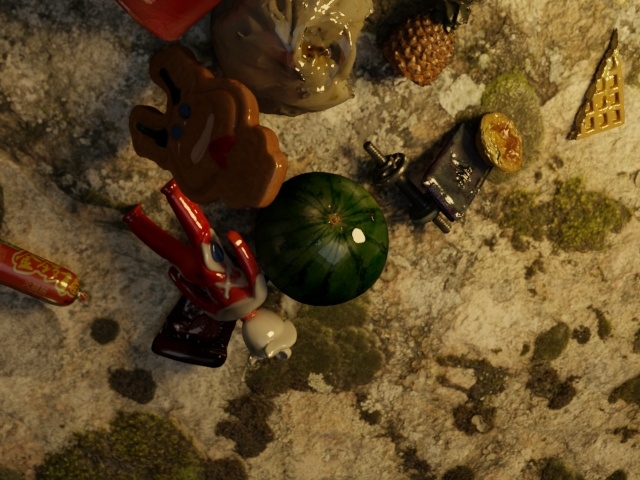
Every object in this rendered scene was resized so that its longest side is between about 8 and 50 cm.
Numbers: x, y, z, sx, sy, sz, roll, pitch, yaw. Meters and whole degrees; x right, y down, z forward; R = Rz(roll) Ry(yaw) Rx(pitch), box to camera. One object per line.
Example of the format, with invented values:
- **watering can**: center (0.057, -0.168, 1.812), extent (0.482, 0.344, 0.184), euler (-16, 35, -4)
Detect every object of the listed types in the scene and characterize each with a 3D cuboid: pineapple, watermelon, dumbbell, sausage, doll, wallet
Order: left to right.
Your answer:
- **sausage**: center (-0.524, 0.047, 1.383), extent (0.264, 0.083, 0.083), euler (28, 103, -26)
- **doll**: center (-0.176, 0.068, 1.407), extent (0.188, 0.099, 0.384), euler (-26, 106, 40)
- **watermelon**: center (0.001, -0.002, 1.411), extent (0.242, 0.242, 0.242), euler (-6, 115, -13)
- **dumbbell**: center (0.166, -0.097, 1.507), extent (0.081, 0.081, 0.254), euler (-44, 117, 6)
- **pineapple**: center (0.220, -0.394, 1.353), extent (0.130, 0.119, 0.277), euler (21, 114, -49)
- **wallet**: center (0.257, -0.129, 1.507), extent (0.111, 0.030, 0.166), euler (46, 63, -20)

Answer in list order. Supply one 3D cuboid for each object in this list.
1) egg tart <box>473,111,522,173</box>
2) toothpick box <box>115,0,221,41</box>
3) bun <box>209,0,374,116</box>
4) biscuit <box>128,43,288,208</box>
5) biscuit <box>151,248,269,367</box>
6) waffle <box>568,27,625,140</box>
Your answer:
- **egg tart**: center (0.333, -0.184, 1.514), extent (0.130, 0.130, 0.052), euler (40, 141, -27)
- **toothpick box**: center (-0.151, -0.465, 1.142), extent (0.333, 0.204, 0.204), euler (-34, 119, 19)
- **bun**: center (-0.042, -0.321, 1.279), extent (0.281, 0.205, 0.281), euler (-5, 114, -12)
- **biscuit**: center (-0.184, -0.167, 1.260), extent (0.047, 0.334, 0.202), euler (-1, 124, -56)
- **biscuit**: center (-0.205, 0.125, 1.510), extent (0.151, 0.063, 0.235), euler (22, 104, -23)
- **waffle**: center (0.527, -0.299, 1.551), extent (0.125, 0.032, 0.191), euler (-18, 115, -5)
